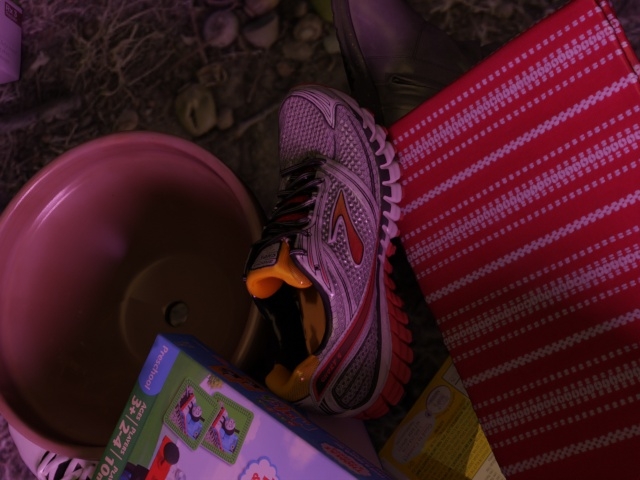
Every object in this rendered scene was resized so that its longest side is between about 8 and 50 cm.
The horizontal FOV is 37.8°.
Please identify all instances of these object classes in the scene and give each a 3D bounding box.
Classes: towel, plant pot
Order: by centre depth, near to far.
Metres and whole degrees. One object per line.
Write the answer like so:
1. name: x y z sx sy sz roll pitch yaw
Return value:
1. towel: 0.147 0.018 0.560 0.199 0.031 0.275 -32 75 39
2. plant pot: -0.131 0.046 0.701 0.237 0.110 0.237 -5 74 18

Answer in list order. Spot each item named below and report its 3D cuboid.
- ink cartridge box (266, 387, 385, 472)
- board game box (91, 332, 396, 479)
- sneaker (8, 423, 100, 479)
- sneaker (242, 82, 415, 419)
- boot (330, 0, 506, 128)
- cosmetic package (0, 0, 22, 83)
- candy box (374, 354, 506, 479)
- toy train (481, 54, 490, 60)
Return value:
1. ink cartridge box: -0.037 0.176 0.624 0.143 0.090 0.092 -38 45 15
2. board game box: -0.047 0.172 0.536 0.211 0.039 0.160 29 97 33
3. sneaker: -0.159 0.190 0.686 0.237 0.086 0.085 42 93 26
4. sneaker: 0.000 0.000 0.598 0.088 0.093 0.225 -27 63 45
5. boot: 0.095 -0.138 0.700 0.161 0.083 0.246 -8 74 7
6. cosmetic package: -0.405 -0.181 0.862 0.231 0.117 0.085 -8 73 19
7. candy box: 0.098 0.152 0.633 0.105 0.027 0.206 36 90 25
8. toy train: 0.149 -0.131 0.647 0.083 0.017 0.023 -26 102 -10
